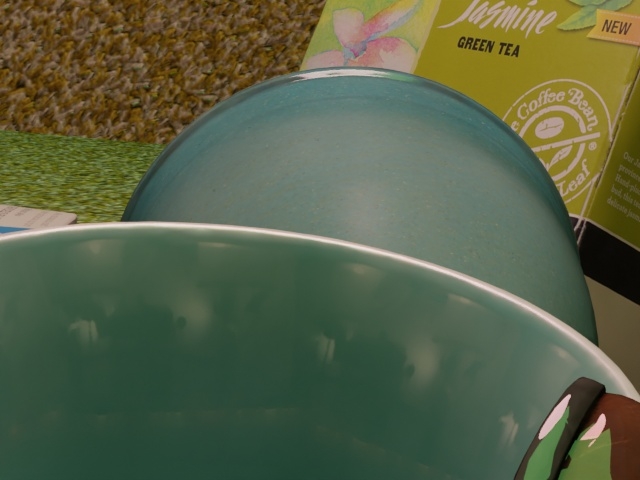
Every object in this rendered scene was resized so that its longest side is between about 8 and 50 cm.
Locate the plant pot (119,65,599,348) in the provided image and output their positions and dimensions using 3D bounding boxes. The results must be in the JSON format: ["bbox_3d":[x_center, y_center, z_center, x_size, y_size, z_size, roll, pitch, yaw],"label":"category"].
[{"bbox_3d":[0.025,0.071,0.988,0.271,0.272,0.255,6,17,-7],"label":"plant pot"}]

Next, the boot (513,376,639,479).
[{"bbox_3d":[0.168,0.169,0.484,0.280,0.096,0.264,6,52,6],"label":"boot"}]

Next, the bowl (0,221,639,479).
[{"bbox_3d":[-0.043,0.122,0.723,0.311,0.163,0.311,6,21,-2],"label":"bowl"}]

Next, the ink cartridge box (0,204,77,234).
[{"bbox_3d":[-0.266,0.060,1.056,0.232,0.168,0.171,7,8,0],"label":"ink cartridge box"}]

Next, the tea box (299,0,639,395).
[{"bbox_3d":[0.150,-0.054,1.522,0.329,0.324,0.220,14,-9,44],"label":"tea box"}]
